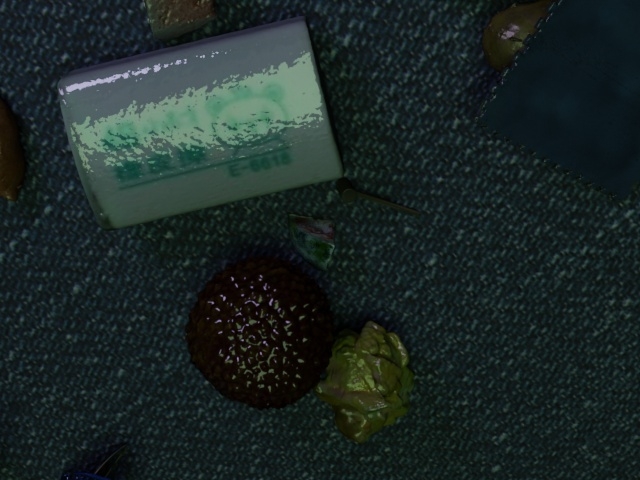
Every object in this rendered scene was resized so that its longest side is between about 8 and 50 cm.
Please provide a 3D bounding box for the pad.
[{"bbox_3d":[0.335,-0.191,1.031,0.270,0.012,0.269,23,112,-31],"label":"pad"}]

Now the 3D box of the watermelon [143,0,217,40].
[{"bbox_3d":[-0.153,-0.327,0.981,0.154,0.094,0.241,1,115,-12],"label":"watermelon"}]

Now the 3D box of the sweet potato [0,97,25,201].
[{"bbox_3d":[-0.381,-0.136,1.070,0.056,0.056,0.195,-11,109,4],"label":"sweet potato"}]

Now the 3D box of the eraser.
[{"bbox_3d":[-0.133,-0.130,1.049,0.290,0.104,0.189,-13,109,4],"label":"eraser"}]

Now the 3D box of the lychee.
[{"bbox_3d":[-0.068,0.108,1.115,0.188,0.188,0.188,0,113,-1],"label":"lychee"}]

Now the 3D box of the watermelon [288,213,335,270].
[{"bbox_3d":[0.000,0.000,1.145,0.061,0.085,0.085,-45,109,-14],"label":"watermelon"}]

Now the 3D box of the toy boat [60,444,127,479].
[{"bbox_3d":[-0.296,0.325,1.251,0.091,0.110,0.175,36,150,-14],"label":"toy boat"}]

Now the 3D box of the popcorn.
[{"bbox_3d":[0.058,0.178,1.180,0.126,0.126,0.145,23,130,16],"label":"popcorn"}]

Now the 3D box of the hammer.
[{"bbox_3d":[0.073,-0.047,1.128,0.110,0.035,0.019,18,111,-18],"label":"hammer"}]

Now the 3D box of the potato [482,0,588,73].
[{"bbox_3d":[0.250,-0.225,1.029,0.138,0.070,0.091,-10,114,3],"label":"potato"}]
